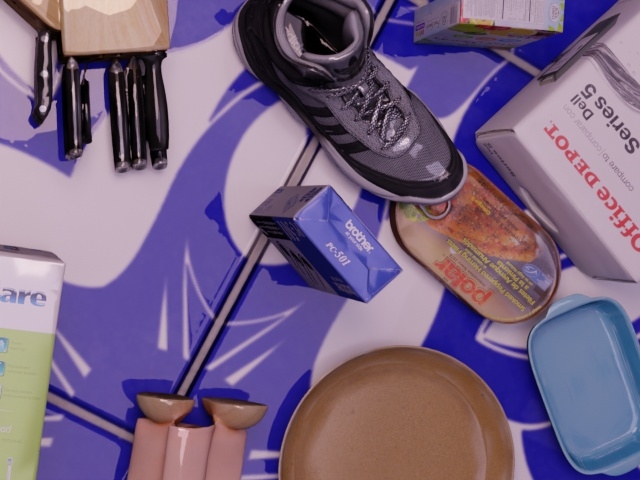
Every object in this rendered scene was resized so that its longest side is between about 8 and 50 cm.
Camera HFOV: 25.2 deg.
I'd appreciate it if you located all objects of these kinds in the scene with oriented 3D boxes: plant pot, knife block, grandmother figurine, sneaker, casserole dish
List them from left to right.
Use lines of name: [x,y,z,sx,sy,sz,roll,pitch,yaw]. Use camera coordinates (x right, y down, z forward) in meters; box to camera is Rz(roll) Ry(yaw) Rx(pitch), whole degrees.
knife block: [-0.172,-0.208,1.286,0.242,0.088,0.275,42,82,-12]
grandmother figurine: [-0.140,0.314,1.304,0.208,0.104,0.342,5,88,-5]
sneaker: [0.033,-0.135,1.290,0.268,0.153,0.101,42,80,-2]
plant pot: [0.072,0.218,1.385,0.236,0.032,0.236,0,91,-14]
casserole dish: [0.269,0.143,1.429,0.114,0.037,0.188,-22,97,-12]

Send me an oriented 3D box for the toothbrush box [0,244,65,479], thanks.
toothbrush box: [-0.295,0.144,1.205,0.122,0.206,0.283,9,90,-13]

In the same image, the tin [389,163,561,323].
tin: [0.150,0.002,1.397,0.190,0.040,0.106,42,78,-11]

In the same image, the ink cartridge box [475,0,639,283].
ink cartridge box: [0.320,-0.118,1.393,0.273,0.115,0.198,-43,100,-9]

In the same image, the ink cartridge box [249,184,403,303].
ink cartridge box: [0.000,0.000,1.271,0.046,0.207,0.097,-42,100,-9]

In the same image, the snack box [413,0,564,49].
snack box: [0.155,-0.206,1.337,0.100,0.141,0.037,4,90,-14]
